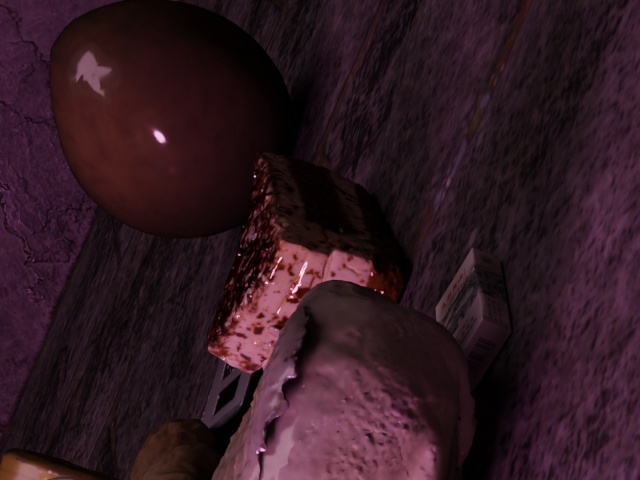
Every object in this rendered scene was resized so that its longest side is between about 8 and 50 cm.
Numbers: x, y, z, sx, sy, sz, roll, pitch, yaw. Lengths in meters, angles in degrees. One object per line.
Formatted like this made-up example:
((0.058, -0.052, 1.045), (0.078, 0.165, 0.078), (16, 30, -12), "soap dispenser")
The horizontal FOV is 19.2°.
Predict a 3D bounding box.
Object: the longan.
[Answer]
((-0.162, -0.133, 1.995), (0.243, 0.300, 0.300), (-48, 7, -17), "longan")

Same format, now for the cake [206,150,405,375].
((0.004, -0.010, 1.485), (0.135, 0.112, 0.246), (-53, 17, 42), "cake")

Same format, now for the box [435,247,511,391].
((0.096, 0.049, 1.199), (0.083, 0.024, 0.054), (-91, 24, -58), "box")

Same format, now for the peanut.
((-0.125, 0.223, 1.691), (0.104, 0.086, 0.228), (-58, 12, 4), "peanut")

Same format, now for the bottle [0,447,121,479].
((-0.296, 0.397, 1.910), (0.171, 0.171, 0.351), (171, 120, -75), "bottle")

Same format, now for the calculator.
((-0.061, 0.068, 1.813), (0.161, 0.021, 0.261), (136, 153, -62), "calculator")

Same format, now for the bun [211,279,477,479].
((0.012, 0.145, 1.115), (0.239, 0.141, 0.239), (23, -90, -87), "bun")

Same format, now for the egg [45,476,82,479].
((-0.157, 0.336, 1.487), (0.286, 0.174, 0.264), (41, 111, 53), "egg")
